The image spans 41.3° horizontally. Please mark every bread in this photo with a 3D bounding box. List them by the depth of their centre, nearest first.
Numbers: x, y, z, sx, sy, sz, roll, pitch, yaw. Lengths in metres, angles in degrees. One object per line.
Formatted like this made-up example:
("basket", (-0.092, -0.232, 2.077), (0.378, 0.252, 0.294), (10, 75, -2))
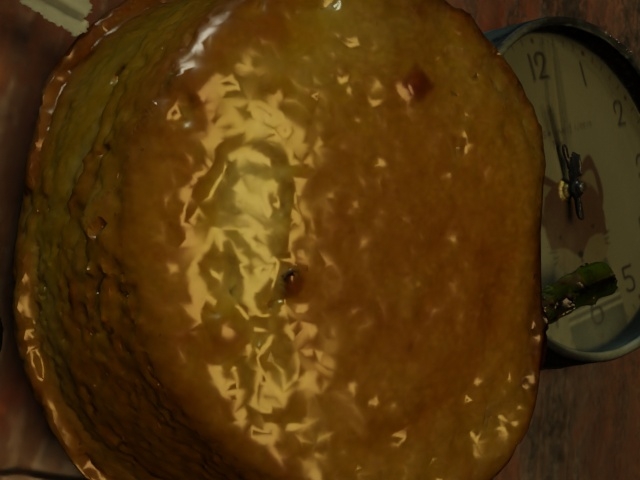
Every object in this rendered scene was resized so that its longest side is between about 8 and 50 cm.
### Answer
("bread", (-0.001, -0.003, 0.531), (0.336, 0.204, 0.358), (11, 76, -39))

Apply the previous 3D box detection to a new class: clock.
("clock", (0.223, -0.044, 0.781), (0.325, 0.067, 0.325), (5, 81, -35))

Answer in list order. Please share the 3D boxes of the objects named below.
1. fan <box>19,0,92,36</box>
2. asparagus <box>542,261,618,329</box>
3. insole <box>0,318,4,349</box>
("fan", (-0.301, -0.207, 0.401), (0.414, 0.012, 0.233), (21, 53, -28))
("asparagus", (0.180, 0.056, 0.678), (0.165, 0.030, 0.036), (-25, 109, -34))
("insole", (-0.258, 0.131, 0.445), (0.086, 0.005, 0.253), (40, 62, -24))
